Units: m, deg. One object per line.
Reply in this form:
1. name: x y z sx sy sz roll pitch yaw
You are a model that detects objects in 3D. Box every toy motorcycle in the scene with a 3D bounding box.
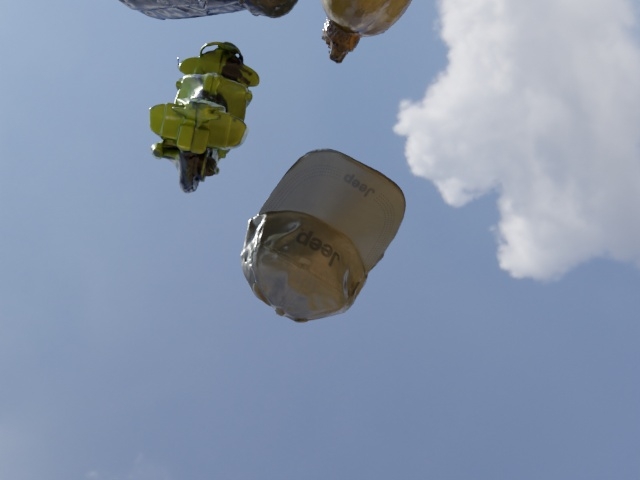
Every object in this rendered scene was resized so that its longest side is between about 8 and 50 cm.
1. toy motorcycle: -0.172 -0.199 1.474 0.342 0.142 0.206 -86 -3 -73

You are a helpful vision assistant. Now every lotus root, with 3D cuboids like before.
1. lotus root: 0.088 -0.450 1.541 0.169 0.342 0.151 2 -144 -40

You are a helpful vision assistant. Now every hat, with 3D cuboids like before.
1. hat: 0.000 0.000 1.420 0.214 0.244 0.149 26 -136 -7

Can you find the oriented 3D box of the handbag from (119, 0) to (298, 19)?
1. handbag: -0.115 -0.281 0.711 0.254 0.181 0.181 37 -112 -51
